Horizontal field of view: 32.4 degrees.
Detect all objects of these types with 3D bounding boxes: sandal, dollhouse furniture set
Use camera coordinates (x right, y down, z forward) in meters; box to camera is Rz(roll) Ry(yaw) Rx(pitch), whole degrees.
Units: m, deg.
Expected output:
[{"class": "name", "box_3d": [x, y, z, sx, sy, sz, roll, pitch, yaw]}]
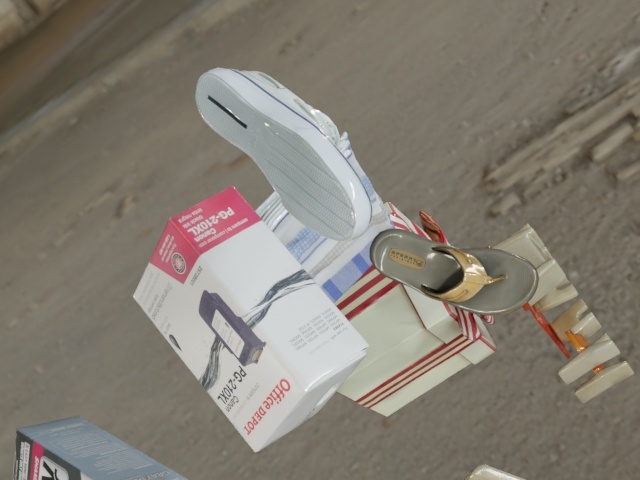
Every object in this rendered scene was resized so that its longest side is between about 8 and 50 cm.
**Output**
[{"class": "sandal", "box_3d": [0.166, 0.037, 1.403, 0.060, 0.219, 0.090, -4, -67, -80]}, {"class": "dollhouse furniture set", "box_3d": [0.321, 0.099, 1.671, 0.135, 0.259, 0.262, -35, 48, 9]}]

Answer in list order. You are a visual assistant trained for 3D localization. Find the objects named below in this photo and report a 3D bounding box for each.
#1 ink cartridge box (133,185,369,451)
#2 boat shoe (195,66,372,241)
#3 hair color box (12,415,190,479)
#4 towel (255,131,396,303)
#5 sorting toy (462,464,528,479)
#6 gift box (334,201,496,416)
[{"class": "ink cartridge box", "box_3d": [-0.082, 0.089, 1.213, 0.100, 0.237, 0.172, -31, -16, -37]}, {"class": "boat shoe", "box_3d": [-0.018, -0.091, 0.987, 0.075, 0.226, 0.083, -22, -33, -38]}, {"class": "hair color box", "box_3d": [-0.274, 0.394, 1.493, 0.374, 0.185, 0.113, 18, 15, 40]}, {"class": "towel", "box_3d": [0.000, 0.000, 1.447, 0.209, 0.285, 0.034, -44, 59, -5]}, {"class": "sorting toy", "box_3d": [0.324, 0.443, 1.656, 0.229, 0.307, 0.041, 118, 172, -52]}, {"class": "gift box", "box_3d": [0.118, 0.111, 1.752, 0.258, 0.276, 0.255, -34, 63, 11]}]
